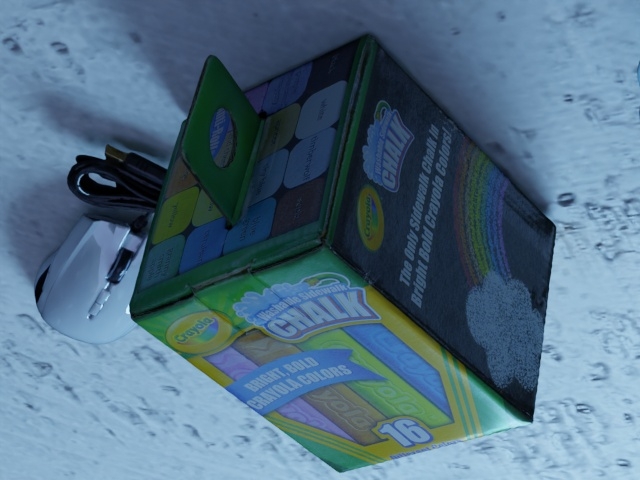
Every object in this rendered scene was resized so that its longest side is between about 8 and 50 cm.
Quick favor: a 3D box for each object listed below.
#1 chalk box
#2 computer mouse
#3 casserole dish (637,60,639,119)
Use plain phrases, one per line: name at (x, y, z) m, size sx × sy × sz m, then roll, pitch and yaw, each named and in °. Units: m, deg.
chalk box at (0.000, 0.000, 0.757) m, size 0.132 × 0.132 × 0.213 m, roll -21°, pitch 131°, yaw 37°
computer mouse at (-0.118, 0.018, 0.892) m, size 0.106 × 0.042 × 0.193 m, roll 22°, pitch 143°, yaw -14°
casserole dish at (0.227, -0.083, 0.657) m, size 0.188 × 0.037 × 0.114 m, roll -17°, pitch 134°, yaw 36°
